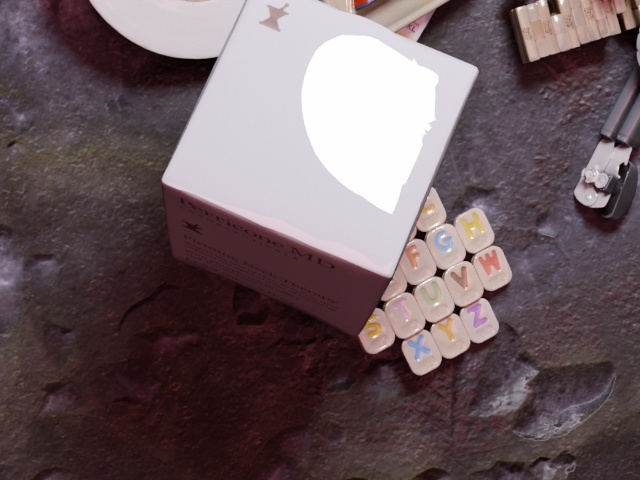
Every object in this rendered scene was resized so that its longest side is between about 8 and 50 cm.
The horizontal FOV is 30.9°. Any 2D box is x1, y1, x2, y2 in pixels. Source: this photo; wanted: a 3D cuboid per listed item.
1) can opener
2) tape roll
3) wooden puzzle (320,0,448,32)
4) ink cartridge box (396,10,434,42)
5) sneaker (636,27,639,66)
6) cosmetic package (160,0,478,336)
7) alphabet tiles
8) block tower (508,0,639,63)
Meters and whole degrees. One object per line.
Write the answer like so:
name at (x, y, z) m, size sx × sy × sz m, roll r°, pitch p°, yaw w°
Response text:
can opener at (0.503, -0.173, 1.898) m, size 0.093 × 0.074 × 0.280 m, roll 19°, pitch 97°, yaw -38°
tape roll at (-0.197, -0.478, 1.791) m, size 0.391 × 0.072 × 0.392 m, roll -4°, pitch 106°, yaw -13°
wooden puzzle at (0.097, -0.510, 1.767) m, size 0.322 × 0.080 × 0.348 m, roll -33°, pitch 98°, yaw -22°
ink cartridge box at (0.087, -0.331, 1.861) m, size 0.127 × 0.072 × 0.175 m, roll 30°, pitch 94°, yaw -4°
sneaker at (0.542, -0.393, 1.750) m, size 0.111 × 0.129 × 0.297 m, roll -5°, pitch 95°, yaw 0°
cosmetic package at (-0.013, -0.102, 1.670) m, size 0.329 × 0.394 × 0.327 m, roll 23°, pitch 74°, yaw 2°
alphabet tiles at (0.170, 0.066, 1.893) m, size 0.284 × 0.021 × 0.278 m, roll -27°, pitch 97°, yaw -11°
block tower at (0.474, -0.377, 1.858) m, size 0.335 × 0.091 × 0.097 m, roll -16°, pitch 96°, yaw -1°
